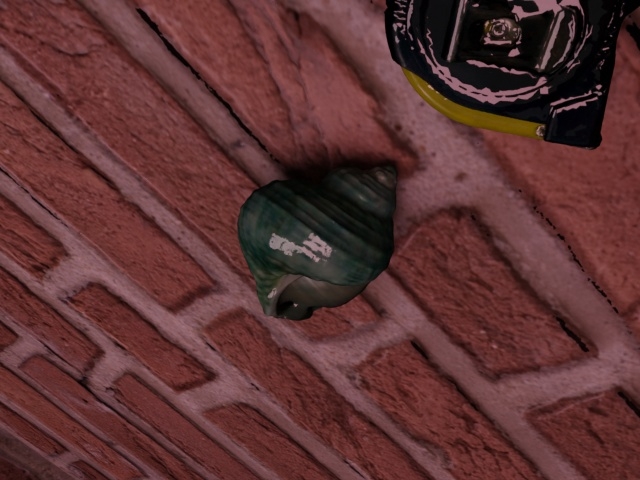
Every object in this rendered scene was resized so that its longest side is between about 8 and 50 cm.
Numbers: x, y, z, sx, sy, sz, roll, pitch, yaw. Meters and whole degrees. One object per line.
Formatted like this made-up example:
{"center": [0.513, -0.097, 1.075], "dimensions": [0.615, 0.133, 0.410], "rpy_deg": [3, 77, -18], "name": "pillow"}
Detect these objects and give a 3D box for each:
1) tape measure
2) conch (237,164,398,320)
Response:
{"center": [0.139, -0.165, 0.412], "dimensions": [0.186, 0.112, 0.199], "rpy_deg": [15, 133, 16], "name": "tape measure"}
{"center": [0.002, -0.003, 0.609], "dimensions": [0.202, 0.134, 0.196], "rpy_deg": [-22, 158, 31], "name": "conch"}
